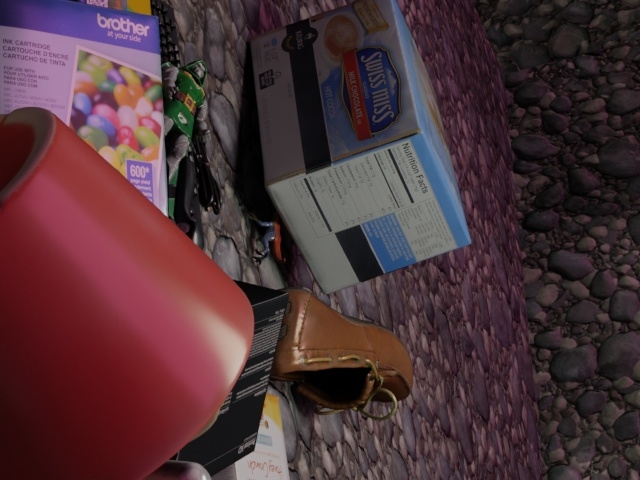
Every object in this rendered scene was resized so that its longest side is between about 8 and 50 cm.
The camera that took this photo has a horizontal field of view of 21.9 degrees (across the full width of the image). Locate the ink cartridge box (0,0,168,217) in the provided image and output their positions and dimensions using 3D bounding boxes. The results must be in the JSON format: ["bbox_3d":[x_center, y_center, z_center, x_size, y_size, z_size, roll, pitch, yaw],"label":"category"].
[{"bbox_3d":[-0.236,-0.118,1.547,0.185,0.065,0.311,6,72,-39],"label":"ink cartridge box"}]

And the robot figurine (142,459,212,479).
[{"bbox_3d":[-0.115,0.361,1.496,0.300,0.199,0.354,-46,127,-42],"label":"robot figurine"}]

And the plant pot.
[{"bbox_3d":[-0.227,0.044,1.333,0.243,0.274,0.275,57,24,-29],"label":"plant pot"}]

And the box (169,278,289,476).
[{"bbox_3d":[-0.132,0.142,1.687,0.261,0.103,0.184,-12,114,-74],"label":"box"}]

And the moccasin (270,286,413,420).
[{"bbox_3d":[0.026,0.174,2.226,0.380,0.139,0.147,39,41,-63],"label":"moccasin"}]

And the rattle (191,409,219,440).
[{"bbox_3d":[-0.186,0.138,1.519,0.130,0.199,0.143,1,54,-46],"label":"rattle"}]

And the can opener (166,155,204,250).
[{"bbox_3d":[-0.151,-0.025,1.672,0.186,0.059,0.073,-102,-167,-48],"label":"can opener"}]

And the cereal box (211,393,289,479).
[{"bbox_3d":[-0.081,0.294,1.937,0.173,0.047,0.240,29,49,-68],"label":"cereal box"}]

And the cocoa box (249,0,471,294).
[{"bbox_3d":[0.054,-0.144,2.335,0.347,0.227,0.231,-98,165,-48],"label":"cocoa box"}]

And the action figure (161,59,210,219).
[{"bbox_3d":[-0.170,-0.138,1.914,0.137,0.063,0.232,52,30,-29],"label":"action figure"}]

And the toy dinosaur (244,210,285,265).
[{"bbox_3d":[-0.063,-0.005,2.213,0.082,0.090,0.047,-54,154,-28],"label":"toy dinosaur"}]

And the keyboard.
[{"bbox_3d":[-0.173,-0.142,2.017,0.201,0.033,0.317,33,47,-67],"label":"keyboard"}]

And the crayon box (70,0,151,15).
[{"bbox_3d":[-0.258,-0.280,1.754,0.203,0.083,0.323,41,38,-62],"label":"crayon box"}]
